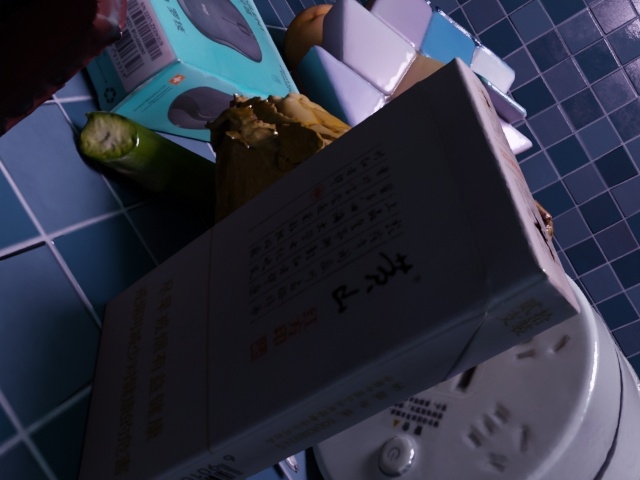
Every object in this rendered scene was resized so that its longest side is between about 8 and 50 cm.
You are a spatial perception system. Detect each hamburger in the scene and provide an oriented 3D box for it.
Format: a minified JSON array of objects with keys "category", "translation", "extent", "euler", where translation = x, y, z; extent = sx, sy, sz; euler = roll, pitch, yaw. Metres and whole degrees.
[{"category":"hamburger","translation":[0.000,0.000,0.723],"extent":[0.158,0.318,0.318],"euler":[-22,80,-25]}]

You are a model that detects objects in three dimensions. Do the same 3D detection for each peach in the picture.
[{"category":"peach","translation":[0.013,-0.361,1.382],"extent":[0.184,0.184,0.184],"euler":[47,25,-30]}]

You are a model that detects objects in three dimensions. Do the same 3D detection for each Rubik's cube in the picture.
[{"category":"Rubik's cube","translation":[0.106,-0.203,1.159],"extent":[0.387,0.368,0.358],"euler":[35,-17,-10]}]

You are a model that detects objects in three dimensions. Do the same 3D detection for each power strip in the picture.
[{"category":"power strip","translation":[0.169,0.172,0.796],"extent":[0.161,0.357,0.357],"euler":[48,24,-32]}]

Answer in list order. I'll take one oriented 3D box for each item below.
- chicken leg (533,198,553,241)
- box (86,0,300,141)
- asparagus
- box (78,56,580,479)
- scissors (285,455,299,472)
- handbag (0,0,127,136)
[{"category":"chicken leg","translation":[0.263,0.119,1.201],"extent":[0.182,0.409,0.295],"euler":[8,13,-32]},{"category":"box","translation":[-0.164,-0.241,0.904],"extent":[0.311,0.118,0.205],"euler":[2,62,-65]},{"category":"asparagus","translation":[-0.144,-0.070,0.806],"extent":[0.277,0.060,0.067],"euler":[24,35,-56]},{"category":"box","translation":[-0.026,0.045,0.503],"extent":[0.051,0.365,0.204],"euler":[38,30,-35]},{"category":"scissors","translation":[-0.080,0.142,0.732],"extent":[0.212,0.021,0.110],"euler":[61,18,3]},{"category":"handbag","translation":[-0.221,-0.134,0.423],"extent":[0.084,0.275,0.260],"euler":[43,28,-40]}]
